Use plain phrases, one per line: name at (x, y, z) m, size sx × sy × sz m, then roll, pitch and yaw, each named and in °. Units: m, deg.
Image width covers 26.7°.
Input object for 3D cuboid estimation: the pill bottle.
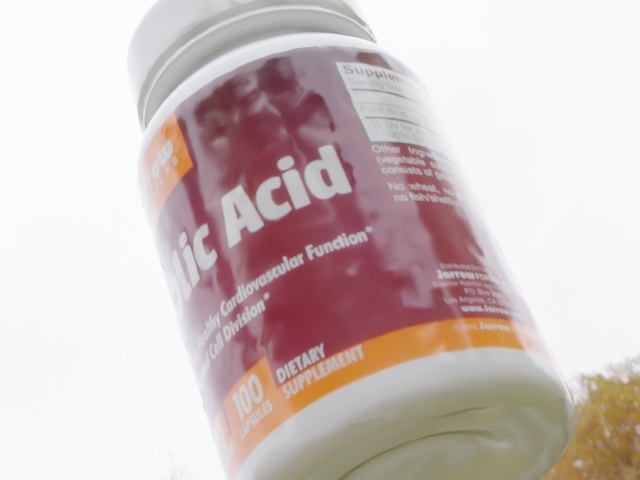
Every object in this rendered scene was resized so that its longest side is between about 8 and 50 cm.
pill bottle at (0.000, 0.000, 0.932) m, size 0.224 × 0.392 × 0.224 m, roll -15°, pitch -34°, yaw -10°
